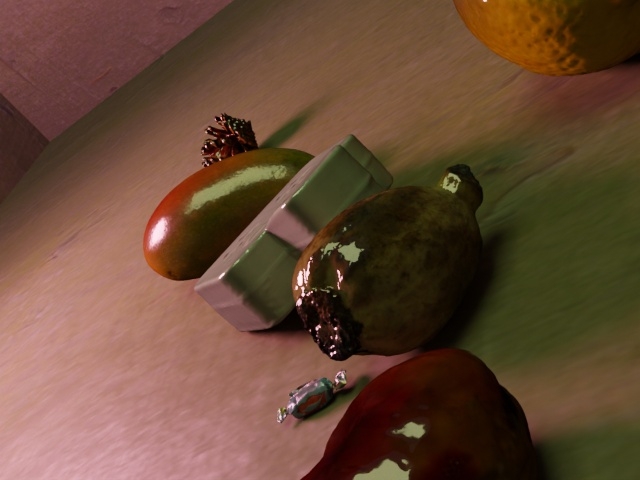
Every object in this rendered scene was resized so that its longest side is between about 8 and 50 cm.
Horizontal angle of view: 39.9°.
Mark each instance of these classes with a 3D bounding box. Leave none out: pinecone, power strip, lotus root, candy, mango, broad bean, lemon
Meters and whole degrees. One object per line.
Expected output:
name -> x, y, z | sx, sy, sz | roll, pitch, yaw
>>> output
pinecone -> -0.153, -0.157, 1.501 | 0.102, 0.102, 0.109 | -97, 24, -63
power strip -> 0.000, 0.000, 0.967 | 0.229, 0.141, 0.261 | -50, 10, -20
lotus root -> 0.071, 0.018, 0.782 | 0.214, 0.138, 0.138 | -40, 21, -16
candy -> -0.008, 0.143, 0.819 | 0.083, 0.020, 0.030 | -34, 24, 24
mango -> -0.120, -0.044, 1.202 | 0.289, 0.129, 0.146 | -28, 23, 10
broad bean -> 0.044, 0.170, 0.564 | 0.228, 0.122, 0.156 | -46, 25, -17
lemon -> 0.251, -0.291, 0.897 | 0.267, 0.267, 0.267 | -34, 24, 18
